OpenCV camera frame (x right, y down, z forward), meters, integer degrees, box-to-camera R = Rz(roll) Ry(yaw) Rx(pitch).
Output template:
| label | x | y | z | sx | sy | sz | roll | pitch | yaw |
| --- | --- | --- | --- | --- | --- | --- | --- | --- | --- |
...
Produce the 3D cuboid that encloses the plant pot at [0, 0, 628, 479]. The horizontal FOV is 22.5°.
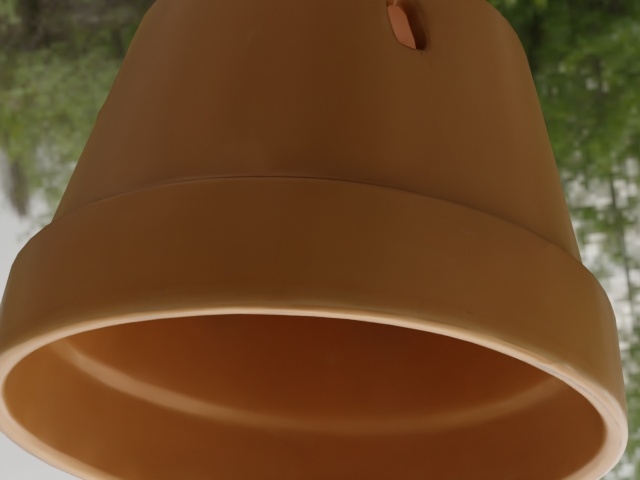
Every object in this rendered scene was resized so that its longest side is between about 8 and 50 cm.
| label | x | y | z | sx | sy | sz | roll | pitch | yaw |
| --- | --- | --- | --- | --- | --- | --- | --- | --- | --- |
| plant pot | 0.000 | 0.000 | 0.773 | 0.290 | 0.203 | 0.291 | 4 | 154 | 2 |
